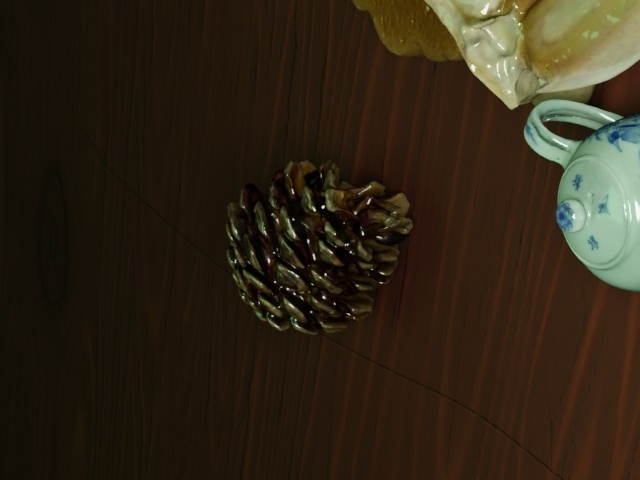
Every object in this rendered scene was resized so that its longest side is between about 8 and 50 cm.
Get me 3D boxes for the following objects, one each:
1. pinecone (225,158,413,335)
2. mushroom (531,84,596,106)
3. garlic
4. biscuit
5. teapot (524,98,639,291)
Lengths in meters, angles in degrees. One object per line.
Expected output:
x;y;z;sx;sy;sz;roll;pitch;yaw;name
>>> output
-0.006;-0.001;1.787;0.204;0.184;0.179;124;163;-48;pinecone
0.167;-0.235;1.506;0.118;0.103;0.270;-13;97;68;mushroom
0.201;-0.270;1.341;0.279;0.132;0.325;54;125;17;garlic
0.086;-0.275;1.689;0.295;0.044;0.186;54;145;42;biscuit
0.247;-0.031;1.357;0.232;0.159;0.159;59;145;34;teapot
